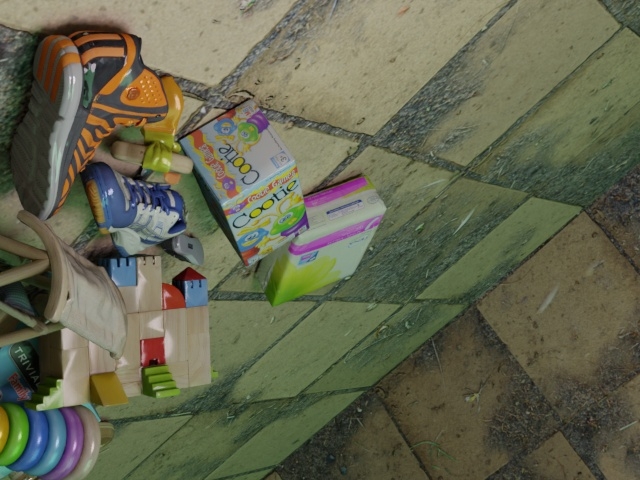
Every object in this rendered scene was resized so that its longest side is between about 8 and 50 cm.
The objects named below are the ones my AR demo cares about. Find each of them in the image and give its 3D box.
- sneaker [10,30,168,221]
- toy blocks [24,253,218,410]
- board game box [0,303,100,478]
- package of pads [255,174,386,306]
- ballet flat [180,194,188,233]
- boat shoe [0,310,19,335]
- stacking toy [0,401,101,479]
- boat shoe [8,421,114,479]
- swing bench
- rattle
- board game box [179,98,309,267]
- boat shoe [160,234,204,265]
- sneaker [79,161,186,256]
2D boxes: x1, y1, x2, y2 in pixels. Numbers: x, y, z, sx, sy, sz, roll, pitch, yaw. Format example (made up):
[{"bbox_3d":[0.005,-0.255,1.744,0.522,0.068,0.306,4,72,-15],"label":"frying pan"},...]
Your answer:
[{"bbox_3d":[-0.307,-0.149,1.409,0.180,0.125,0.321,-15,151,-38],"label":"sneaker"},{"bbox_3d":[-0.342,0.137,1.812,0.381,0.261,0.190,-3,-177,-39],"label":"toy blocks"},{"bbox_3d":[-0.601,0.304,1.838,0.336,0.079,0.254,-29,126,-12],"label":"board game box"},{"bbox_3d":[0.000,0.000,2.196,0.229,0.101,0.296,-21,156,-27],"label":"package of pads"},{"bbox_3d":[-0.249,-0.048,1.827,0.041,0.041,0.114,-28,159,-16],"label":"ballet flat"},{"bbox_3d":[-0.625,0.192,1.694,0.302,0.098,0.109,-44,170,-9],"label":"boat shoe"},{"bbox_3d":[-0.529,0.324,1.707,0.141,0.141,0.330,-43,144,21],"label":"stacking toy"},{"bbox_3d":[-0.598,0.502,2.406,0.285,0.089,0.105,-15,151,-41],"label":"boat shoe"},{"bbox_3d":[-0.430,0.066,1.482,0.254,0.165,0.253,0,161,9],"label":"swing bench"},{"bbox_3d":[-0.246,-0.164,1.596,0.130,0.143,0.199,-5,179,11],"label":"rattle"},{"bbox_3d":[-0.122,-0.092,1.767,0.142,0.144,0.275,-32,159,-8],"label":"board game box"},{"bbox_3d":[-0.258,0.016,1.944,0.040,0.049,0.142,-4,165,14],"label":"boat shoe"},{"bbox_3d":[-0.287,-0.065,1.614,0.130,0.112,0.296,-17,168,-2],"label":"sneaker"}]
